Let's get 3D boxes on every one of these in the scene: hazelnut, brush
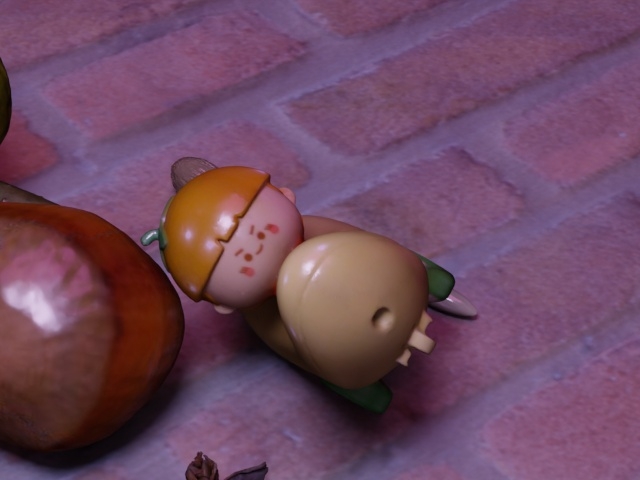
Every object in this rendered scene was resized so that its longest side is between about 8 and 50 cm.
[{"bbox_3d":[-0.203,0.057,1.407,0.214,0.176,0.214,23,15,-7],"label":"hazelnut"},{"bbox_3d":[0.000,0.000,1.621,0.299,0.042,0.039,26,41,15],"label":"brush"}]

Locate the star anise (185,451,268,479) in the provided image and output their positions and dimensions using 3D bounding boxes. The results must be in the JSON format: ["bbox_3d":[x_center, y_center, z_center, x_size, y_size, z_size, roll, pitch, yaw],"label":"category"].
[{"bbox_3d":[-0.068,0.199,1.339,0.129,0.056,0.124,13,39,31],"label":"star anise"}]

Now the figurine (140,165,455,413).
[{"bbox_3d":[-0.017,0.024,1.406,0.222,0.124,0.324,31,-2,1],"label":"figurine"}]

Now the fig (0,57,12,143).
[{"bbox_3d":[-0.357,-0.133,1.498,0.233,0.167,0.167,30,43,7],"label":"fig"}]

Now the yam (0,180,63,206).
[{"bbox_3d":[-0.342,-0.048,1.583,0.371,0.083,0.083,22,41,19],"label":"yam"}]
